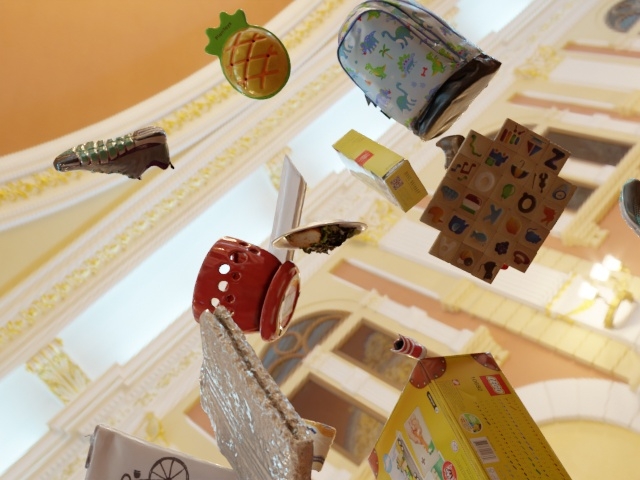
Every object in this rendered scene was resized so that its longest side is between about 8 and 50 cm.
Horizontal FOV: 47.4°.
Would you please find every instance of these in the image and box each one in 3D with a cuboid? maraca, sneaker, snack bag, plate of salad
[{"bbox_3d":[-0.137,-0.348,1.370,0.127,0.185,0.099,-45,-3,11],"label":"maraca"},{"bbox_3d":[0.343,-0.179,1.780,0.066,0.071,0.188,-50,-55,-35],"label":"sneaker"},{"bbox_3d":[0.513,-0.023,1.093,0.065,0.076,0.166,-32,-84,-28],"label":"sneaker"},{"bbox_3d":[-0.075,0.540,1.949,0.112,0.296,0.130,23,-106,-23],"label":"sneaker"},{"bbox_3d":[-0.215,0.463,1.045,0.037,0.343,0.322,12,-88,-78],"label":"snack bag"},{"bbox_3d":[0.172,0.220,1.552,0.067,0.118,0.042,23,-95,-20],"label":"sneaker"},{"bbox_3d":[0.000,0.000,1.473,0.200,0.200,0.048,1,-108,-45],"label":"plate of salad"},{"bbox_3d":[-0.402,-0.148,1.429,0.224,0.083,0.098,-15,-60,-6],"label":"sneaker"}]

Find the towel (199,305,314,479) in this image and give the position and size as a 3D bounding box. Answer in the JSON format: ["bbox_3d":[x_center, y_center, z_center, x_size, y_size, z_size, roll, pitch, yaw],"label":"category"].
[{"bbox_3d":[-0.094,0.231,0.941,0.049,0.282,0.187,-14,-52,-27],"label":"towel"}]

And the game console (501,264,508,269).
[{"bbox_3d":[0.494,0.011,2.152,0.085,0.144,0.124,-28,-52,-74],"label":"game console"}]

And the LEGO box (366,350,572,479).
[{"bbox_3d":[0.315,0.536,1.468,0.193,0.500,0.372,-1,-48,-24],"label":"LEGO box"}]

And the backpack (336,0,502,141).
[{"bbox_3d":[0.211,-0.450,1.812,0.273,0.355,0.290,-22,-19,-43],"label":"backpack"}]

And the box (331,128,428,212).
[{"bbox_3d":[0.105,-0.134,1.349,0.058,0.232,0.087,-39,-57,-3],"label":"box"}]

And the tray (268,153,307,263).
[{"bbox_3d":[-0.074,-0.050,1.683,0.030,0.145,0.270,2,-64,-20],"label":"tray"}]

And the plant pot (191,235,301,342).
[{"bbox_3d":[-0.140,0.100,1.462,0.191,0.174,0.191,14,-90,-76],"label":"plant pot"}]

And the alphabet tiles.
[{"bbox_3d":[0.393,-0.081,1.609,0.285,0.011,0.342,25,-76,-13],"label":"alphabet tiles"}]
